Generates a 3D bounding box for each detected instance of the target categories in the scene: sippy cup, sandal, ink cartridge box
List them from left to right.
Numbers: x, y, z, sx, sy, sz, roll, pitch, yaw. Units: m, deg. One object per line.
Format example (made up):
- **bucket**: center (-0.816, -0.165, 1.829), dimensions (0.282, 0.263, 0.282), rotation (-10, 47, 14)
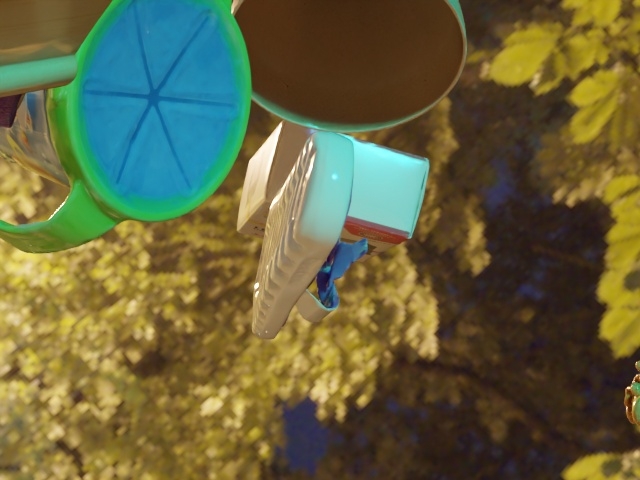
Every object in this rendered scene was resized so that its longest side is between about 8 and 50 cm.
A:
- **sippy cup**: center (-0.224, -0.148, 1.366), dimensions (0.224, 0.305, 0.240), rotation (13, -57, 39)
- **sandal**: center (-0.003, 0.015, 1.447), dimensions (0.102, 0.169, 0.416), rotation (13, -14, -6)
- **ink cartridge box**: center (0.010, -0.067, 2.116), dimensions (0.226, 0.131, 0.306), rotation (14, -12, -9)

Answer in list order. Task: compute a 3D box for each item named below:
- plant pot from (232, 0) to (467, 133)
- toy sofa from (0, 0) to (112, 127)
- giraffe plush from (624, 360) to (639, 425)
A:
- **plant pot**: center (0.033, -0.294, 1.706), dimensions (0.284, 0.191, 0.284), rotation (2, -38, 1)
- **toy sofa**: center (-0.319, -0.243, 0.975), dimensions (0.362, 0.150, 0.177), rotation (48, -63, 10)
- **giraffe plush**: center (0.445, 0.217, 1.707), dimensions (0.181, 0.210, 0.171), rotation (-98, 164, -71)
